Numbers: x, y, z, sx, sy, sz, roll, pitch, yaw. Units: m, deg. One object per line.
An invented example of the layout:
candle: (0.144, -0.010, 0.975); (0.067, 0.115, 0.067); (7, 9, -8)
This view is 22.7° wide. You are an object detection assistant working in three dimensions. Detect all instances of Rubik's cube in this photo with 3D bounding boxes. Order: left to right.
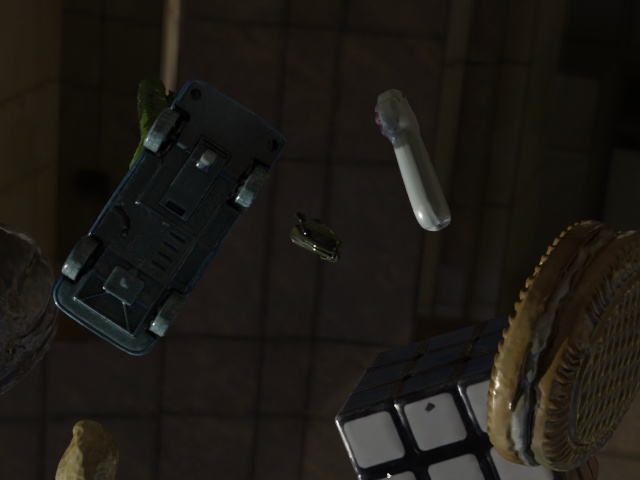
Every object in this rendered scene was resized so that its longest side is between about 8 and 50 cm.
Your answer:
Rubik's cube: (0.232, 0.310, 2.426); (0.301, 0.304, 0.305); (-19, -172, 18)

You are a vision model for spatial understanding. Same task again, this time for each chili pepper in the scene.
chili pepper: (-0.212, -0.064, 1.878); (0.076, 0.085, 0.359); (-9, -141, 14)

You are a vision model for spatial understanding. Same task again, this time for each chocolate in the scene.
chocolate: (-0.455, 0.093, 2.072); (0.213, 0.303, 0.303); (11, -169, -45)

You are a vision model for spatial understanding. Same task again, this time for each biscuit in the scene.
biscuit: (0.242, 0.098, 1.478); (0.079, 0.259, 0.259); (21, -154, 28)

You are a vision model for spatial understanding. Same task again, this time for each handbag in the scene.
handbag: (0.000, 0.000, 2.380); (0.072, 0.047, 0.111); (21, -171, -35)

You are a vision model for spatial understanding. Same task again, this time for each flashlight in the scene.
flashlight: (0.120, -0.103, 2.105); (0.047, 0.200, 0.093); (-24, 162, 16)

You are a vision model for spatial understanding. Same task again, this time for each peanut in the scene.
peanut: (-0.279, 0.310, 1.941); (0.082, 0.187, 0.082); (-4, -179, 0)

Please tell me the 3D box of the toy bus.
toy bus: (-0.138, -0.022, 1.478); (0.113, 0.246, 0.134); (33, -176, -4)
